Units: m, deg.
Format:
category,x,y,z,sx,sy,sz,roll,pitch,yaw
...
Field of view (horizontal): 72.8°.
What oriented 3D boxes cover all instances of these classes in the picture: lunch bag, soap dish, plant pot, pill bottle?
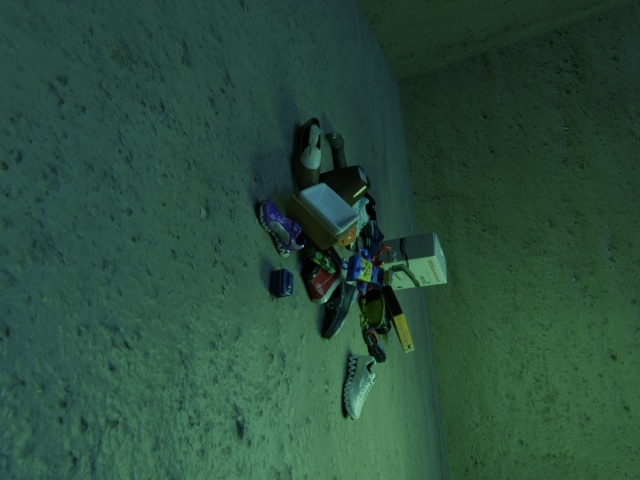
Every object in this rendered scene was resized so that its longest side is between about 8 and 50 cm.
category,x,y,z,sx,sy,sz,roll,pitch,yaw
lunch bag,-0.125,0.140,1.457,0.067,0.065,0.098,39,46,-56
soap dish,0.011,-0.093,1.615,0.229,0.118,0.291,44,23,4
plant pot,0.084,-0.216,1.819,0.215,0.230,0.215,45,30,-35
pill bottle,0.288,0.371,2.224,0.123,0.123,0.219,-66,139,-53

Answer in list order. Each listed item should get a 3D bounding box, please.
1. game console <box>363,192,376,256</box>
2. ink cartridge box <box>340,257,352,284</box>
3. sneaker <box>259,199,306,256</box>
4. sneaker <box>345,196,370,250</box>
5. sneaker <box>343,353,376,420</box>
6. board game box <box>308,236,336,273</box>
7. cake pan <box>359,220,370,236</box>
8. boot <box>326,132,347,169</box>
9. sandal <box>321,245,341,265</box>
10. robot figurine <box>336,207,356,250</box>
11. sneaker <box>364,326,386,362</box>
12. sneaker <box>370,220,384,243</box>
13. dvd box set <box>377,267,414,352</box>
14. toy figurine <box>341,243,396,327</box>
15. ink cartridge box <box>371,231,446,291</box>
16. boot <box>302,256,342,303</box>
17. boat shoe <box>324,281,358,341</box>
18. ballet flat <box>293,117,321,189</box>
category,x,y,z,sx,sy,sz,roll,pitch,yaw
game console,0.235,-0.073,2.252,0.213,0.044,0.361,13,75,-61
ink cartridge box,0.104,0.151,1.988,0.088,0.052,0.122,-79,150,-41
sneaker,-0.124,-0.049,1.494,0.236,0.104,0.095,61,31,-33
sneaker,0.181,-0.088,2.094,0.122,0.110,0.283,9,85,-21
sneaker,0.172,0.621,1.867,0.110,0.118,0.292,60,32,-42
board game box,0.000,0.000,1.748,0.136,0.030,0.260,40,32,-42
cake pan,0.192,-0.162,2.285,0.293,0.054,0.293,18,70,-62
boot,0.089,-0.423,2.191,0.189,0.076,0.208,13,75,-62
sandal,0.032,0.045,1.691,0.179,0.040,0.067,56,26,-45
robot figurine,0.097,-0.070,1.972,0.128,0.158,0.219,19,62,-44
sneaker,0.284,0.530,2.207,0.087,0.083,0.221,-67,143,-62
sneaker,0.300,-0.089,2.477,0.163,0.086,0.226,36,55,-48
dvd box set,0.401,0.387,2.359,0.420,0.062,0.307,65,5,-48
toy figurine,0.158,0.162,1.800,0.217,0.191,0.362,24,65,-27
ink cartridge box,0.470,0.127,2.398,0.285,0.395,0.166,53,34,-45
boot,0.008,0.115,1.751,0.176,0.088,0.244,68,29,-21
boat shoe,0.069,0.292,1.837,0.099,0.116,0.319,32,42,0
ballet flat,-0.039,-0.373,1.777,0.116,0.124,0.342,15,57,-15
